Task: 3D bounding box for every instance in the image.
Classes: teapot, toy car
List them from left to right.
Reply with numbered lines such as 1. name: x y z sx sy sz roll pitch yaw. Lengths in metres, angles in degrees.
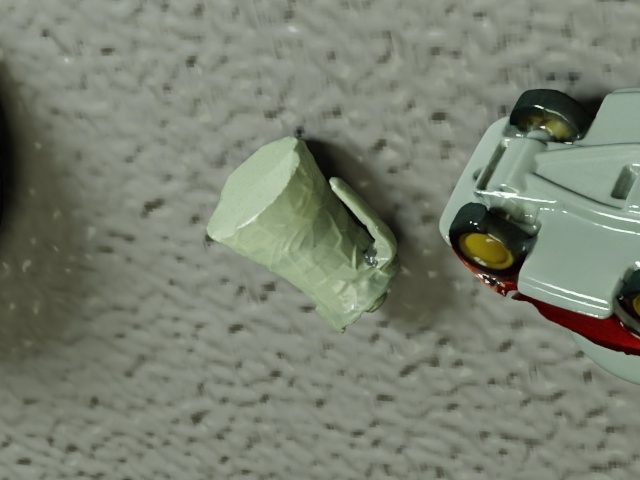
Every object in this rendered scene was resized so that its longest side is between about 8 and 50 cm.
1. teapot: 0.000 0.000 0.818 0.067 0.057 0.083 -25 119 42
2. toy car: 0.125 0.007 0.734 0.139 0.112 0.112 10 147 32

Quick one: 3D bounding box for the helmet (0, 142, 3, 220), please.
1. helmet: -0.280 -0.039 0.856 0.231 0.160 0.278 4 129 26
